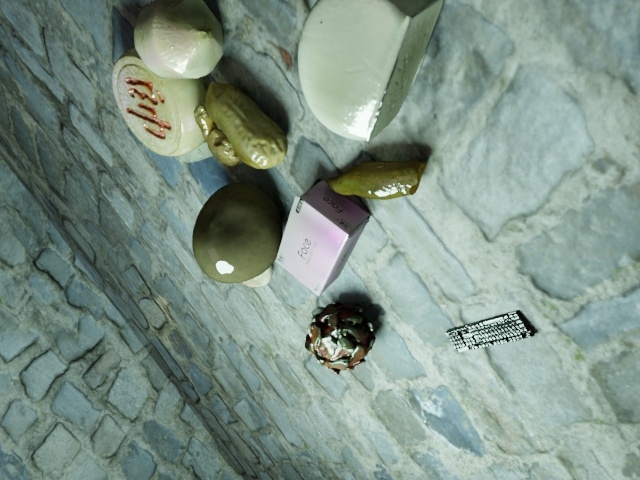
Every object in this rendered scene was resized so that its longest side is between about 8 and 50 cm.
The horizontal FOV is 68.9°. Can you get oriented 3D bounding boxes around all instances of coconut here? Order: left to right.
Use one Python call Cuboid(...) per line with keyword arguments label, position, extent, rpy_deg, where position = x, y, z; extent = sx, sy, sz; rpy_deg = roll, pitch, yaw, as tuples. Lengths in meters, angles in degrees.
Cuboid(label="coconut", position=(-0.281, -0.415, 0.946), extent=(0.183, 0.171, 0.170), rpy_deg=(7, 125, 44))

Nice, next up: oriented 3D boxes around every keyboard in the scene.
Cuboid(label="keyboard", position=(0.342, 0.193, 0.963), extent=(0.060, 0.018, 0.195), rpy_deg=(54, 141, -1))

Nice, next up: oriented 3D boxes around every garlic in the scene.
Cuboid(label="garlic", position=(-0.204, 0.048, 1.314), extent=(0.124, 0.099, 0.174), rpy_deg=(-4, 118, 29))

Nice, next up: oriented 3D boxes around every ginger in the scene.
Cuboid(label="ginger", position=(-0.234, -0.232, 1.072), extent=(0.165, 0.067, 0.096), rpy_deg=(54, 175, -35))

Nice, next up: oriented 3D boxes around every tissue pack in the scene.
Cuboid(label="tissue pack", position=(0.000, 0.000, 1.073), extent=(0.149, 0.092, 0.246), rpy_deg=(37, 140, 13))

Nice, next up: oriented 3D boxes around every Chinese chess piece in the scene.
Cuboid(label="Chinese chess piece", position=(-0.385, -0.342, 1.148), extent=(0.270, 0.112, 0.269), rpy_deg=(24, 135, 27))

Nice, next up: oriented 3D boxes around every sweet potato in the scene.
Cuboid(label="sweet potato", position=(0.094, -0.112, 0.903), extent=(0.244, 0.077, 0.077), rpy_deg=(0, 121, 43))

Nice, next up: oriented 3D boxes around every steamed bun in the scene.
Cuboid(label="steamed bun", position=(0.064, -0.293, 0.720), extent=(0.164, 0.146, 0.241), rpy_deg=(34, 141, 15))

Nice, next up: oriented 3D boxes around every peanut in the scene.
Cuboid(label="peanut", position=(-0.167, -0.251, 1.016), extent=(0.236, 0.120, 0.110), rpy_deg=(48, 109, 11))

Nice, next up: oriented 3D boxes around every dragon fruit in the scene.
Cuboid(label="dragon fruit", position=(0.048, 0.241, 1.168), extent=(0.182, 0.182, 0.188), rpy_deg=(58, -178, -11))

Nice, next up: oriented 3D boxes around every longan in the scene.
Cuboid(label="longan", position=(-0.202, -0.011, 1.140), extent=(0.215, 0.246, 0.245), rpy_deg=(-13, 113, 27))

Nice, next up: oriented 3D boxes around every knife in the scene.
Cuboid(label="knife", position=(-0.291, -0.236, 1.218), extent=(0.298, 0.017, 0.047), rpy_deg=(-2, 114, 45))
